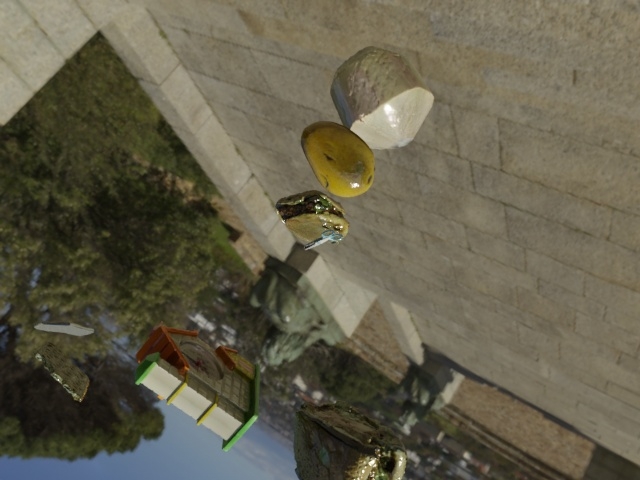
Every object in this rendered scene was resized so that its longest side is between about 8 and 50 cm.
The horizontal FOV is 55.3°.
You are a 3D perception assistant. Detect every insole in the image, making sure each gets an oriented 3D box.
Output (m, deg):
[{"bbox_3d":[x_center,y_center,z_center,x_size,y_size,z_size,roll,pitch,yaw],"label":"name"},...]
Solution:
[{"bbox_3d":[-0.637,0.219,1.530,0.192,0.063,0.010,43,-150,-69],"label":"insole"}]

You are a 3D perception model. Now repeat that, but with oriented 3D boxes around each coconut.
[{"bbox_3d":[0.157,-0.343,1.538,0.239,0.239,0.244,90,156,-68],"label":"coconut"}]

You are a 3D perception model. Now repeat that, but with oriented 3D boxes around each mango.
[{"bbox_3d":[0.037,-0.182,1.358,0.195,0.137,0.098,39,-178,-14],"label":"mango"}]

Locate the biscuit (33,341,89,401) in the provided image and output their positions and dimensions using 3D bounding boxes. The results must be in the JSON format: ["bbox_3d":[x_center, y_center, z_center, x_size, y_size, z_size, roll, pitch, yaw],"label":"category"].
[{"bbox_3d":[-0.563,0.281,1.336,0.144,0.016,0.203,47,168,-9],"label":"biscuit"}]

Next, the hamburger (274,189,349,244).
[{"bbox_3d":[-0.019,-0.077,1.771,0.183,0.130,0.206,-10,146,37],"label":"hamburger"}]

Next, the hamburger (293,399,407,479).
[{"bbox_3d":[0.046,0.449,1.266,0.168,0.192,0.288,0,-170,-36],"label":"hamburger"}]

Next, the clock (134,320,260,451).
[{"bbox_3d":[-0.258,0.282,1.291,0.255,0.106,0.220,39,-171,-15],"label":"clock"}]

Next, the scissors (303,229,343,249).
[{"bbox_3d":[0.000,0.000,1.541,0.119,0.014,0.058,-24,147,37],"label":"scissors"}]
